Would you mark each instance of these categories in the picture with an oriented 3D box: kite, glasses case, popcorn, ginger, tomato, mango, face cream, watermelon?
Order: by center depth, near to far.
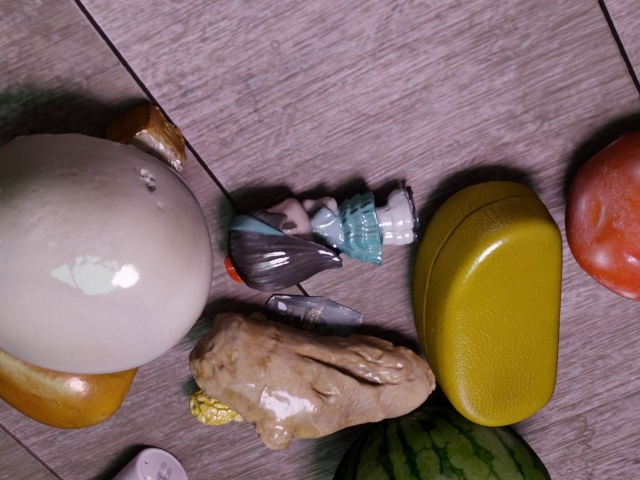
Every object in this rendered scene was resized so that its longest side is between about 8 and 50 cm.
[{"bbox_3d":[0.414,-0.021,1.669,0.232,0.189,0.232,-1,132,-1],"label":"tomato"},{"bbox_3d":[0.213,0.085,1.774,0.173,0.141,0.371,-17,133,-11],"label":"glasses case"},{"bbox_3d":[-0.365,0.161,1.781,0.166,0.136,0.236,-34,122,26],"label":"mango"},{"bbox_3d":[-0.005,0.187,1.822,0.354,0.190,0.126,3,149,-24],"label":"ginger"},{"bbox_3d":[-0.042,0.167,1.903,0.141,0.015,0.245,15,128,-16],"label":"kite"},{"bbox_3d":[-0.144,0.217,1.905,0.084,0.084,0.084,-3,132,-4],"label":"popcorn"},{"bbox_3d":[0.162,0.319,1.919,0.330,0.331,0.189,-15,94,7],"label":"watermelon"},{"bbox_3d":[-0.336,0.448,2.065,0.102,0.102,0.345,28,124,-27],"label":"face cream"}]

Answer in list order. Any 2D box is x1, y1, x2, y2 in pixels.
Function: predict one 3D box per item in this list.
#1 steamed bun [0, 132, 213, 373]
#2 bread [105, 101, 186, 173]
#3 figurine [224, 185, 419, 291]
[{"bbox_3d":[-0.286,0.032,1.573,0.324,0.206,0.324,9,147,6],"label":"steamed bun"},{"bbox_3d":[-0.208,-0.109,1.598,0.076,0.070,0.083,-30,126,18],"label":"bread"},{"bbox_3d":[0.000,0.000,1.701,0.245,0.110,0.138,-11,150,-5],"label":"figurine"}]
